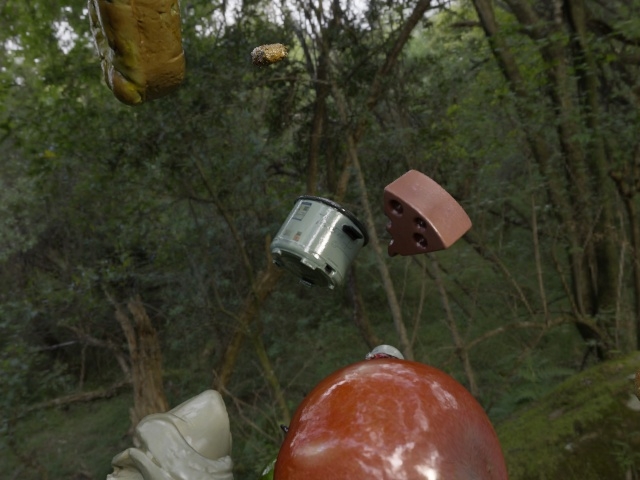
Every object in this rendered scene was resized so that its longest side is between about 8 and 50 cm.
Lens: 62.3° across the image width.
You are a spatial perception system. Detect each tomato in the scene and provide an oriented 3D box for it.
[{"bbox_3d":[0.075,0.253,0.559,0.224,0.255,0.256,-26,-7,36],"label":"tomato"}]

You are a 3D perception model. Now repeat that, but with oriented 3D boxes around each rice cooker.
[{"bbox_3d":[0.000,0.000,1.477,0.241,0.227,0.281,41,-23,-28],"label":"rice cooker"}]

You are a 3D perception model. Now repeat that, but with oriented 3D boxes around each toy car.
[{"bbox_3d":[0.148,0.290,1.212,0.112,0.139,0.112,-33,28,28],"label":"toy car"}]

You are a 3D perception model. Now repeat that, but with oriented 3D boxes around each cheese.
[{"bbox_3d":[0.226,-0.071,1.258,0.128,0.177,0.203,-34,12,-31],"label":"cheese"}]

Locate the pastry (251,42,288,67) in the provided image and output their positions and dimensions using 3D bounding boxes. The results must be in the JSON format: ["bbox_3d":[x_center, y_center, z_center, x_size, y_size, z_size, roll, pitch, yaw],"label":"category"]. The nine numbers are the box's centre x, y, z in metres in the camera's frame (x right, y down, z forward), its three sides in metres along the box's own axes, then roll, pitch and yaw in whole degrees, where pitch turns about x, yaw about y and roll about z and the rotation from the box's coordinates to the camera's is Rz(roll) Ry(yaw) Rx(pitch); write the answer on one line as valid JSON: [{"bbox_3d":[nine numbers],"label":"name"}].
[{"bbox_3d":[-0.142,-0.497,1.418,0.080,0.056,0.140,-27,21,-22],"label":"pastry"}]

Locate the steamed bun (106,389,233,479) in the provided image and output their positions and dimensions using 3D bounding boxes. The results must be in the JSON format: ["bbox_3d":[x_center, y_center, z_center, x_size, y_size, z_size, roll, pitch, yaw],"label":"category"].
[{"bbox_3d":[-0.301,0.511,1.045,0.255,0.367,0.342,-1,14,-15],"label":"steamed bun"}]

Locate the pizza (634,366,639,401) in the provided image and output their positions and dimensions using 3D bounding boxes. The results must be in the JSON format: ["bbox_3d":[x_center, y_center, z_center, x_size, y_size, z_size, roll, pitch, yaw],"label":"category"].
[{"bbox_3d":[0.769,0.271,1.115,0.081,0.228,0.289,39,2,17],"label":"pizza"}]

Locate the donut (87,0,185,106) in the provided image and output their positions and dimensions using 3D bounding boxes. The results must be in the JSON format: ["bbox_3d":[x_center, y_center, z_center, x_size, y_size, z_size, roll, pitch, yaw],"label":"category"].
[{"bbox_3d":[-0.311,-0.365,0.882,0.128,0.261,0.208,-15,44,-25],"label":"donut"}]

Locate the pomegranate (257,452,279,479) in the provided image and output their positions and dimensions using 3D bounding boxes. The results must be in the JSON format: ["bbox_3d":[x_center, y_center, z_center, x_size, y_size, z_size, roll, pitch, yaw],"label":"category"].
[{"bbox_3d":[-0.079,0.567,1.166,0.241,0.159,0.190,-47,-22,4],"label":"pomegranate"}]
